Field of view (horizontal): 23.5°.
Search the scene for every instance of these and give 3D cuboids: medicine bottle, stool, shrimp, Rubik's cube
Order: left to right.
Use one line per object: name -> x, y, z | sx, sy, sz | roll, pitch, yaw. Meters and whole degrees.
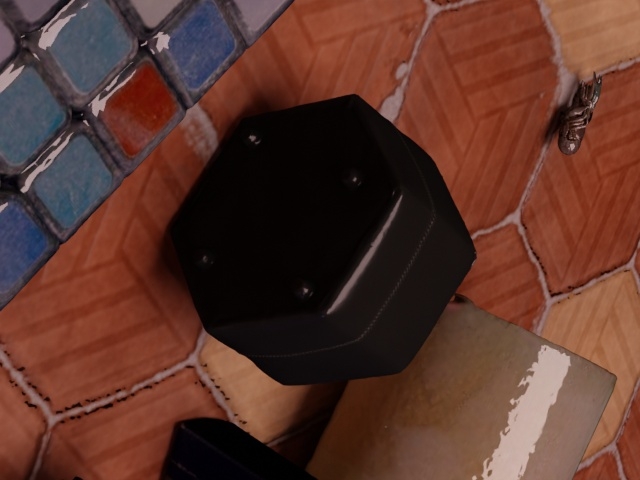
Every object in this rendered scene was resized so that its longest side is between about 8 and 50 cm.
Rubik's cube -> -0.238, -0.180, 0.877 | 0.292, 0.293, 0.287 | -47, 135, -17
stool -> 0.000, 0.000, 1.265 | 0.141, 0.232, 0.232 | 40, 79, -46
medicine bottle -> 0.094, 0.260, 1.465 | 0.236, 0.236, 0.406 | 27, 88, -49
shrimp -> 0.269, -0.132, 1.609 | 0.029, 0.038, 0.092 | 29, 85, -15

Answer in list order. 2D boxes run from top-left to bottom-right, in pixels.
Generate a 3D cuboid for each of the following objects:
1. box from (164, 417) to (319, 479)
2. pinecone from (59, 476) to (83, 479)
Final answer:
box -> -0.088, 0.305, 1.353 | 0.071, 0.168, 0.259 | 8, 104, -45
pinecone -> -0.205, 0.287, 1.212 | 0.208, 0.208, 0.207 | -22, 123, -38
